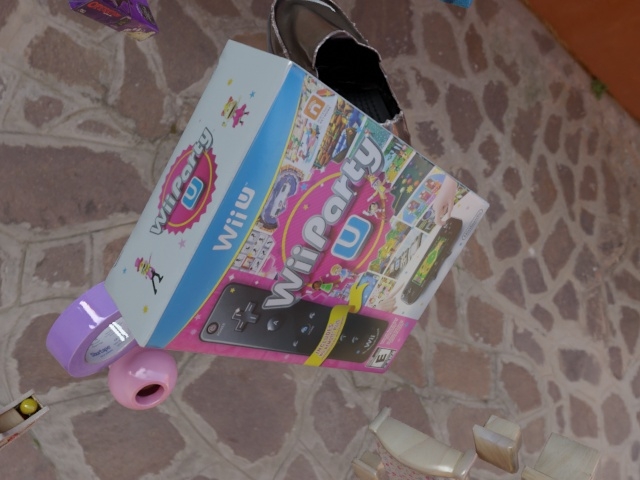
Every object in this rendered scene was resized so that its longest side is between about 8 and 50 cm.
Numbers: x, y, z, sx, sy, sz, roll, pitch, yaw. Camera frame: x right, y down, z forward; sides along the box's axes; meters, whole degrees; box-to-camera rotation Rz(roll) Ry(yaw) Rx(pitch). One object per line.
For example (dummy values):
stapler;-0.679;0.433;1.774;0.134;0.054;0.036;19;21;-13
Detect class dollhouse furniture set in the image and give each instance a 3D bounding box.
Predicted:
dollhouse furniture set;0.118;0.326;0.619;0.174;0.356;0.303;-42;129;-34

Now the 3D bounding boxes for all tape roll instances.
tape roll;-0.541;0.215;1.312;0.090;0.275;0.275;41;56;13

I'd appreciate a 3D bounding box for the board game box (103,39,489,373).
board game box;0.000;0.000;0.478;0.303;0.097;0.224;21;101;-45

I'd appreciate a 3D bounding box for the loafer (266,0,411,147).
loafer;0.030;-0.226;0.669;0.134;0.130;0.366;-17;61;-16

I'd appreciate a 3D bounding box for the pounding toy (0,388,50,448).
pounding toy;-0.868;0.471;1.346;0.155;0.154;0.269;47;31;2

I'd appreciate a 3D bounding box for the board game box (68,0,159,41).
board game box;-0.376;-0.502;0.796;0.056;0.208;0.346;-21;96;6

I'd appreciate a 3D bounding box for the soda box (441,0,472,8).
soda box;0.215;-0.420;0.722;0.071;0.067;0.210;23;64;16

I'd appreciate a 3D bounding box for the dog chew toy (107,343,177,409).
dog chew toy;-0.589;0.379;1.665;0.207;0.332;0.206;-18;129;-23
